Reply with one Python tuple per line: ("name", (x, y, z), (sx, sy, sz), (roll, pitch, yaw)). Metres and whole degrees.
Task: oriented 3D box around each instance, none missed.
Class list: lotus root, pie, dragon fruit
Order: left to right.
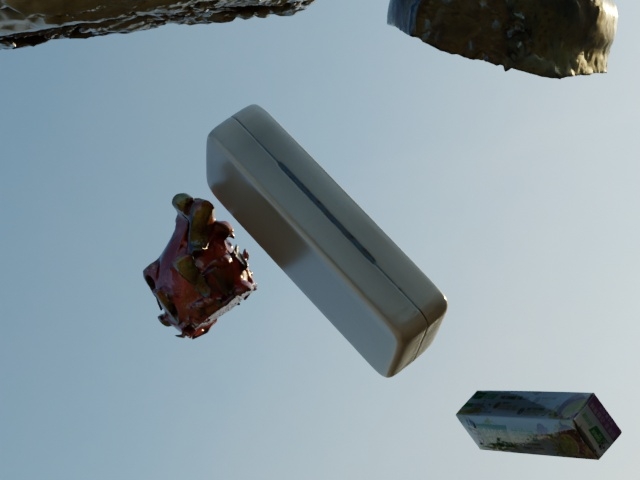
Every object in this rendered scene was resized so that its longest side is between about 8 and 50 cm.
("pie", (-0.148, -0.168, 0.795), (0.339, 0.339, 0.077), (-14, -74, -37))
("dragon fruit", (-0.148, 0.033, 1.496), (0.133, 0.150, 0.208), (-47, -44, -48))
("lotus root", (0.203, -0.296, 1.475), (0.260, 0.267, 0.149), (-11, -64, -59))

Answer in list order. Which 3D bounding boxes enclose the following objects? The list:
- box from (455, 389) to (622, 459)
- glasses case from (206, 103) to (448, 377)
("box", (0.205, 0.177, 1.165), (0.041, 0.050, 0.207), (-42, 12, -23))
("glasses case", (0.000, 0.000, 1.385), (0.076, 0.336, 0.144), (-37, -17, -20))
